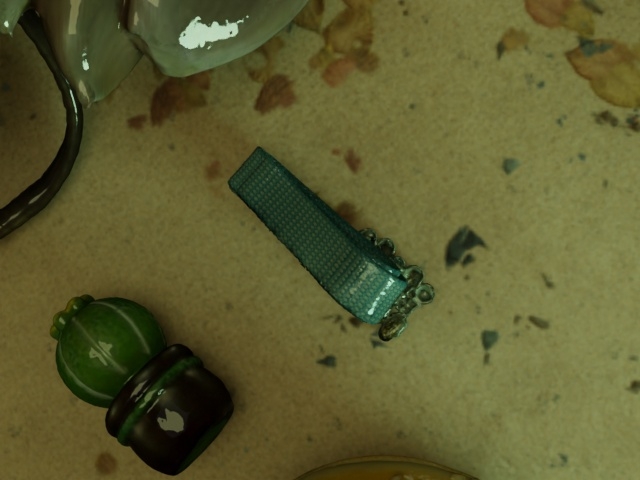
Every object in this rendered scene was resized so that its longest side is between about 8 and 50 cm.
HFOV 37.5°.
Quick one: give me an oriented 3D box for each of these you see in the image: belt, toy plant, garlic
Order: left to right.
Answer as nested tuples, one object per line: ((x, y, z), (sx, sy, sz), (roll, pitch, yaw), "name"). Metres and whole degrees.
((-0.152, 0.110, 0.767), (0.162, 0.093, 0.093), (42, 98, 10), "toy plant")
((-0.118, -0.261, 0.701), (0.278, 0.132, 0.325), (2, 101, -18), "garlic")
((0.003, -0.004, 0.752), (0.065, 0.100, 0.179), (-48, 65, 9), "belt")

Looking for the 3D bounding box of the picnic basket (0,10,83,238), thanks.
((-0.351, -0.114, 0.748), (0.293, 0.337, 0.337), (-34, 82, 3), "picnic basket")

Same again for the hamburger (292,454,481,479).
((0.060, 0.298, 0.664), (0.300, 0.176, 0.301), (-1, 83, 9), "hamburger")
